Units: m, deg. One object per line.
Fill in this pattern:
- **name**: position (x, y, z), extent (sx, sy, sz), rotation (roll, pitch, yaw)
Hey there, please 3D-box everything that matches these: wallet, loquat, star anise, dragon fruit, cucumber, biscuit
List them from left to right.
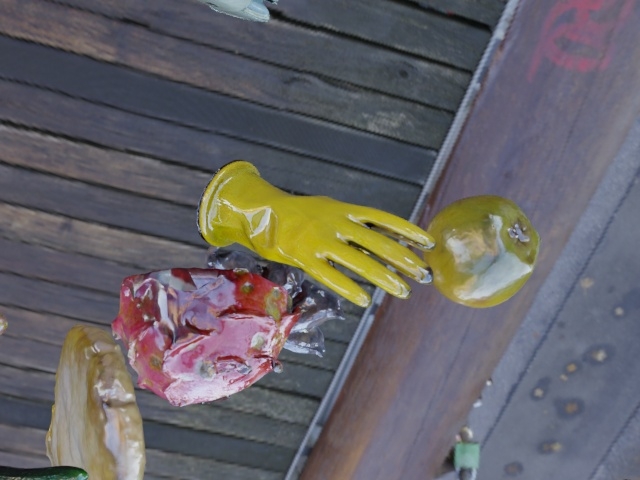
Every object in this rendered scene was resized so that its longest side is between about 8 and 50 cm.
- **cucumber**: position (-0.377, 0.299, 1.051), extent (0.184, 0.036, 0.033), rotation (-2, 105, 12)
- **biscuit**: position (-0.441, 0.383, 1.651), extent (0.104, 0.429, 0.446), rotation (-1, 119, -31)
- **dragon fruit**: position (-0.161, 0.127, 1.094), extent (0.274, 0.161, 0.126), rotation (-4, 156, 9)
- **wallet**: position (-0.253, -0.549, 1.782), extent (0.309, 0.223, 0.077), rotation (4, 110, -60)
- **star anise**: position (-0.094, 0.094, 1.452), extent (0.316, 0.139, 0.359), rotation (28, 138, -30)
- **loquat**: position (0.278, 0.023, 1.553), extent (0.213, 0.213, 0.246), rotation (38, 144, -25)

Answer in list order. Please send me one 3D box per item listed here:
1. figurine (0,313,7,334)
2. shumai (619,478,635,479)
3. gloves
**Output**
- **figurine**: position (-0.616, 0.146, 1.309), extent (0.194, 0.274, 0.133), rotation (25, 163, 11)
- **shumai**: position (0.434, 0.332, 0.903), extent (0.222, 0.203, 0.272), rotation (-16, 94, 49)
- **gloves**: position (-0.001, 0.001, 1.014), extent (0.294, 0.133, 0.116), rotation (22, 151, 27)
